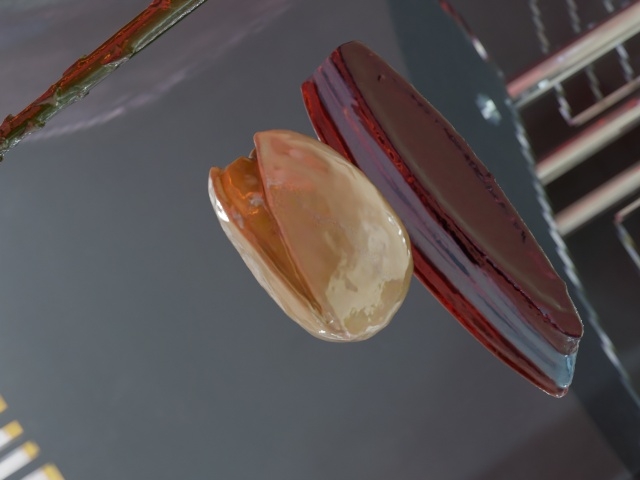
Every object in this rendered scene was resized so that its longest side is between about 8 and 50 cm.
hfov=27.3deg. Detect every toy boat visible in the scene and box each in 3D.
[{"bbox_3d":[0.121,-0.029,1.228,0.392,0.136,0.079,54,148,21],"label":"toy boat"}]

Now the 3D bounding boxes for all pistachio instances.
[{"bbox_3d":[0.000,0.000,1.005,0.200,0.117,0.145,53,-166,-45],"label":"pistachio"}]

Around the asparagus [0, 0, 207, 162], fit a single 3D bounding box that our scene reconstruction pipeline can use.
[{"bbox_3d":[-0.136,-0.094,0.764,0.025,0.248,0.024,46,-163,-28],"label":"asparagus"}]
